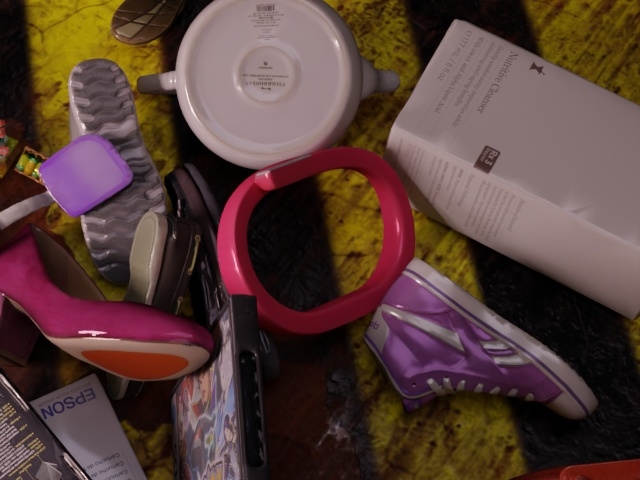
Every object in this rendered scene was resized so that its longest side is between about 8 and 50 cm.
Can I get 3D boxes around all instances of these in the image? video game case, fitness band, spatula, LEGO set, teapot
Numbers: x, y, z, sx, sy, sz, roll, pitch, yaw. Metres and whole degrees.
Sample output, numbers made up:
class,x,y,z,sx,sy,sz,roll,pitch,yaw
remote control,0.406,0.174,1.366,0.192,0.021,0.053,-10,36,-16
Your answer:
class,x,y,z,sx,sy,sz,roll,pitch,yaw
video game case,-0.111,0.227,1.381,0.035,0.275,0.248,5,60,-19
fitness band,0.000,0.000,1.559,0.291,0.054,0.209,-20,99,-42
spatula,-0.360,-0.029,1.523,0.296,0.030,0.084,-34,84,-25
LEGO set,-0.447,-0.182,1.665,0.132,0.107,0.287,-26,67,-18
teapot,-0.068,-0.206,1.681,0.256,0.187,0.252,43,92,-1

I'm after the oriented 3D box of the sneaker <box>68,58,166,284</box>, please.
class,x,y,z,sx,sy,sz,roll,pitch,yaw
sneaker,-0.257,-0.081,1.636,0.105,0.115,0.281,-6,82,-14

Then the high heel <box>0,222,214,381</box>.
class,x,y,z,sx,sy,sz,roll,pitch,yaw
high heel,-0.252,0.053,1.460,0.377,0.127,0.181,1,64,34

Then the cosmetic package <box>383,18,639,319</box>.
class,x,y,z,sx,sy,sz,roll,pitch,yaw
cosmetic package,0.291,-0.091,1.663,0.385,0.156,0.217,25,60,9

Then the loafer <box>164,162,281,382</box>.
class,x,y,z,sx,sy,sz,roll,pitch,yaw
loafer,-0.142,0.044,1.577,0.095,0.109,0.302,-20,68,-11

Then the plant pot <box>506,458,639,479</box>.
class,x,y,z,sx,sy,sz,roll,pitch,yaw
plant pot,0.327,0.355,1.377,0.267,0.236,0.267,-4,62,-8

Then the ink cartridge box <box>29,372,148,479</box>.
class,x,y,z,sx,sy,sz,roll,pitch,yaw
ink cartridge box,-0.307,0.290,1.456,0.223,0.045,0.224,-24,66,-17

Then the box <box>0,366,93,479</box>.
class,x,y,z,sx,sy,sz,roll,pitch,yaw
box,-0.427,0.333,1.350,0.395,0.097,0.318,-41,67,-13

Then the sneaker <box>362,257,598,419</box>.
class,x,y,z,sx,sy,sz,roll,pitch,yaw
sneaker,0.181,0.165,1.560,0.282,0.102,0.161,34,81,9

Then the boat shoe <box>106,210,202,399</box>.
class,x,y,z,sx,sy,sz,roll,pitch,yaw
boat shoe,-0.194,0.082,1.525,0.069,0.081,0.227,10,99,-33

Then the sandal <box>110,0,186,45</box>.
class,x,y,z,sx,sy,sz,roll,pitch,yaw
sandal,-0.228,-0.318,1.800,0.072,0.049,0.180,27,47,3
